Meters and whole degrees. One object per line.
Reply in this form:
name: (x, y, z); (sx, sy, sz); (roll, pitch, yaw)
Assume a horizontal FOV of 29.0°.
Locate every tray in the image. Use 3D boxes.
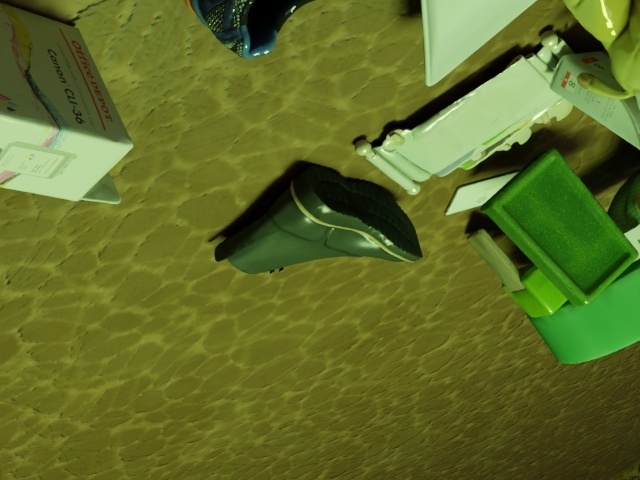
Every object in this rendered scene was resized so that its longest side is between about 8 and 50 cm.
tray: (0.121, -0.236, 0.934); (0.145, 0.030, 0.270); (-41, 157, -13)

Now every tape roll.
tape roll: (0.408, 0.032, 1.525); (0.321, 0.077, 0.321); (-35, -179, 1)

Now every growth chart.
growth chart: (0.162, -0.120, 1.231); (0.237, 0.021, 0.172); (-31, 155, 9)

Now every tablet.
tablet: (0.183, -0.053, 1.394); (0.083, 0.006, 0.054); (-15, 152, -22)

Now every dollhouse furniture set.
dollhouse furniture set: (0.324, -0.069, 1.420); (0.301, 0.151, 0.197); (-41, 180, -10)

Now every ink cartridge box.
ink cartridge box: (-0.204, -0.096, 0.820); (0.067, 0.115, 0.198); (-40, 153, 25)
ink cartridge box: (0.329, -0.125, 1.176); (0.145, 0.179, 0.045); (-14, 131, -43)

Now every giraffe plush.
giraffe plush: (0.327, -0.212, 1.074); (0.170, 0.181, 0.210); (-41, 137, -24)

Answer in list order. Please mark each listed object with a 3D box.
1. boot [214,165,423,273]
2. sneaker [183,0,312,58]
boot: (0.000, 0.000, 1.259); (0.137, 0.077, 0.198); (-34, 141, 26)
sneaker: (-0.002, -0.207, 0.834); (0.083, 0.087, 0.221); (4, 140, -48)
